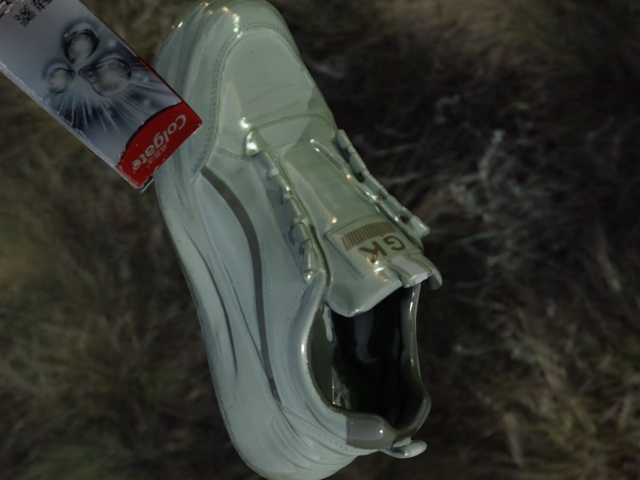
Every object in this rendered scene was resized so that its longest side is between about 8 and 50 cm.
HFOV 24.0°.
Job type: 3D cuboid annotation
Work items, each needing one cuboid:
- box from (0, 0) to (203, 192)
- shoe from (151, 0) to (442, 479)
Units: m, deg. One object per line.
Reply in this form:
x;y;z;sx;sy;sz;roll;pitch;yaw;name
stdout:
-0.144;-0.106;0.738;0.055;0.218;0.039;-46;44;1;box
0.000;0.000;0.911;0.159;0.124;0.316;-1;105;50;shoe
